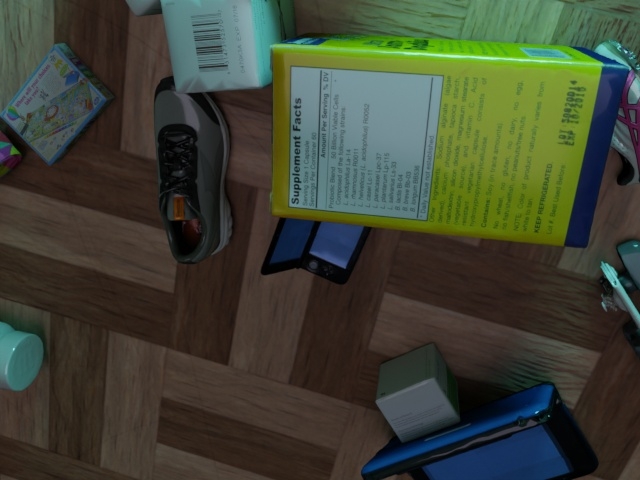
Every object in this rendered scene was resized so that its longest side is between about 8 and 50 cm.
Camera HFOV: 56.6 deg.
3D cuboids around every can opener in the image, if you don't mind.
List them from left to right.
[{"bbox_3d":[0.466,0.133,0.814,0.093,0.074,0.280,-28,105,21],"label":"can opener"}]

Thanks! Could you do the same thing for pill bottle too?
[{"bbox_3d":[-0.617,0.195,1.046,0.221,0.121,0.121,8,114,8],"label":"pill bottle"}]

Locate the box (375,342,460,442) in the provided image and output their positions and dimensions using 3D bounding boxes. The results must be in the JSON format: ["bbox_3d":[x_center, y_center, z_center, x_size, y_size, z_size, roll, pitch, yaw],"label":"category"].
[{"bbox_3d":[0.149,0.231,0.909,0.102,0.101,0.087,-28,104,20],"label":"box"}]

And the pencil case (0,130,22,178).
[{"bbox_3d":[-0.566,-0.178,0.891,0.104,0.104,0.236,-34,101,23],"label":"pencil case"}]

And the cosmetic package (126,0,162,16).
[{"bbox_3d":[-0.092,-0.432,0.649,0.365,0.155,0.197,-28,104,23],"label":"cosmetic package"}]

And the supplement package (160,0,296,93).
[{"bbox_3d":[-0.099,-0.244,0.715,0.105,0.179,0.105,-1,113,13],"label":"supplement package"}]

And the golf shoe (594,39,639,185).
[{"bbox_3d":[0.367,-0.149,0.718,0.086,0.067,0.186,-27,105,22],"label":"golf shoe"}]

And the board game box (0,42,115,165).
[{"bbox_3d":[-0.391,-0.199,0.882,0.154,0.026,0.103,-38,101,23],"label":"board game box"}]

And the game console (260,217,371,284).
[{"bbox_3d":[0.000,0.000,0.851,0.124,0.085,0.144,24,116,2],"label":"game console"}]

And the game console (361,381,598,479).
[{"bbox_3d":[0.251,0.350,0.906,0.293,0.250,0.173,-29,78,21],"label":"game console"}]

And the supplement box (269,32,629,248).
[{"bbox_3d":[0.133,-0.132,0.706,0.356,0.195,0.194,7,114,9],"label":"supplement box"}]

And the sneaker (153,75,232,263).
[{"bbox_3d":[-0.185,-0.093,0.840,0.100,0.108,0.272,0,111,14],"label":"sneaker"}]
